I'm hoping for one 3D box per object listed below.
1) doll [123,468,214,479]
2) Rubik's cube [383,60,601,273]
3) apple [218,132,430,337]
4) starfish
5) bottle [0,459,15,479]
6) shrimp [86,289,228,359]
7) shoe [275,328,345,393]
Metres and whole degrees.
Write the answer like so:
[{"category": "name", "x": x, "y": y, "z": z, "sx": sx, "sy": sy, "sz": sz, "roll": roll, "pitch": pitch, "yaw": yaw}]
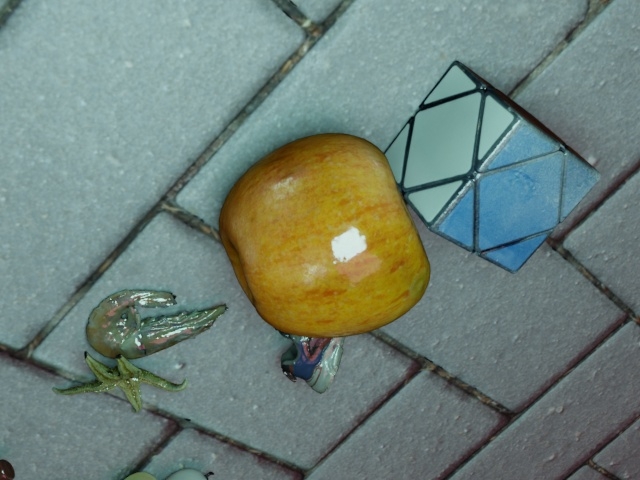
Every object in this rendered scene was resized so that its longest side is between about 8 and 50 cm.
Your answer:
[{"category": "doll", "x": -0.288, "y": 0.547, "z": 1.575, "sx": 0.208, "sy": 0.144, "sz": 0.271, "roll": -12, "pitch": 124, "yaw": -27}, {"category": "Rubik's cube", "x": 0.248, "y": -0.107, "z": 1.278, "sx": 0.205, "sy": 0.207, "sz": 0.205, "roll": 25, "pitch": 111, "yaw": -36}, {"category": "apple", "x": 0.000, "y": 0.000, "z": 1.195, "sx": 0.275, "sy": 0.299, "sz": 0.299, "roll": -20, "pitch": 130, "yaw": 2}, {"category": "starfish", "x": -0.326, "y": 0.226, "z": 1.369, "sx": 0.217, "sy": 0.050, "sz": 0.223, "roll": -10, "pitch": 144, "yaw": -4}, {"category": "bottle", "x": -0.612, "y": 0.430, "z": 1.377, "sx": 0.245, "sy": 0.104, "sz": 0.104, "roll": -30, "pitch": 130, "yaw": 1}, {"category": "shrimp", "x": -0.258, "y": 0.122, "z": 1.339, "sx": 0.223, "sy": 0.047, "sz": 0.126, "roll": -16, "pitch": 121, "yaw": -7}, {"category": "shoe", "x": -0.014, "y": 0.140, "z": 1.426, "sx": 0.125, "sy": 0.099, "sz": 0.227, "roll": 14, "pitch": 99, "yaw": -3}]
